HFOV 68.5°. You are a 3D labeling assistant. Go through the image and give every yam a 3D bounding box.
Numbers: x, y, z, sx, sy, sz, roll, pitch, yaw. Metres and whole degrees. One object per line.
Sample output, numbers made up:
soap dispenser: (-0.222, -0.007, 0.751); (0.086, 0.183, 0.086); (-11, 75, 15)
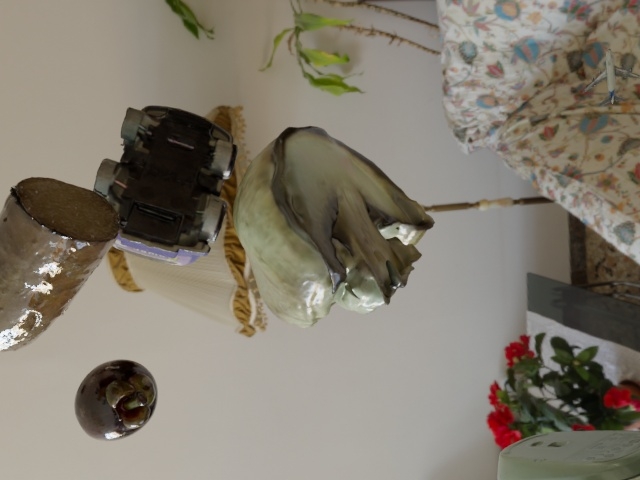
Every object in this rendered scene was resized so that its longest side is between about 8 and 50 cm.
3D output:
yam: (-0.222, 0.017, 0.366); (0.127, 0.084, 0.084); (-47, 27, 17)

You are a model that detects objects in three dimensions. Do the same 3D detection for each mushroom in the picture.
mushroom: (-0.006, -0.005, 0.516); (0.189, 0.164, 0.267); (49, -150, -1)

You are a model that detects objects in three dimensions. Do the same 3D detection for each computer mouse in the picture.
computer mouse: (0.397, 0.358, 0.718); (0.288, 0.160, 0.097); (-43, 59, 60)

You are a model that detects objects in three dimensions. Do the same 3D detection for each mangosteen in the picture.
mangosteen: (-0.205, 0.164, 0.477); (0.081, 0.081, 0.080); (174, 90, -82)

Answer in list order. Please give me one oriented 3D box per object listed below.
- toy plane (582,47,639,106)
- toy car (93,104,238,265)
toy plane: (0.428, -0.240, 0.693); (0.078, 0.024, 0.084); (-3, 82, 43)
toy car: (-0.230, -0.078, 0.712); (0.158, 0.172, 0.235); (137, 147, -59)
